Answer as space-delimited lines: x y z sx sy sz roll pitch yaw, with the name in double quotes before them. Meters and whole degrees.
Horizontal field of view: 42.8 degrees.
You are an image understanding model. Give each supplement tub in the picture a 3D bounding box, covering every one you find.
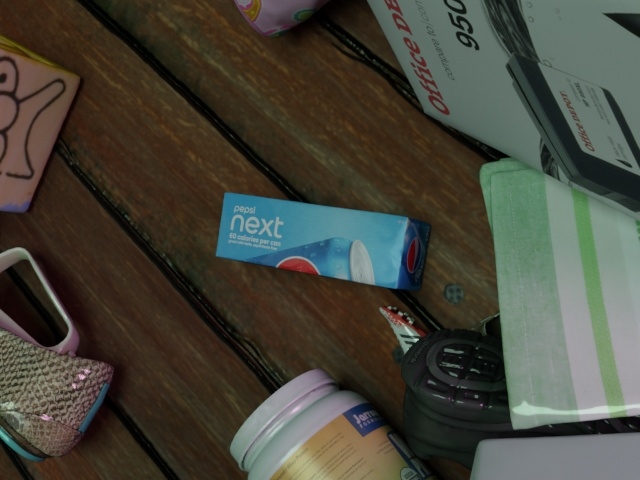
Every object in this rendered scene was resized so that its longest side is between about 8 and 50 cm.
"supplement tub" 0.024 0.234 0.762 0.200 0.144 0.144 46 106 22

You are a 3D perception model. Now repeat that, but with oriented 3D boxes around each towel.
"towel" 0.296 0.006 0.636 0.324 0.038 0.248 -12 58 19

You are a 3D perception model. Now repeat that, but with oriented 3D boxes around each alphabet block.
"alphabet block" -0.453 -0.167 1.012 0.193 0.192 0.197 29 98 24

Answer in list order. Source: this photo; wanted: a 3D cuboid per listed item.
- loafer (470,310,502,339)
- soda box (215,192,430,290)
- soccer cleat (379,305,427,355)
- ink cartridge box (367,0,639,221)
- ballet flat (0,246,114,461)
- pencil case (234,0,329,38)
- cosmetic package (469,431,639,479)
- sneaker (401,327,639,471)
"loafer" 0.160 0.098 0.757 0.056 0.050 0.148 45 105 23
"soda box" 0.000 0.000 0.837 0.210 0.067 0.071 9 90 28
"soccer cleat" 0.087 0.096 0.807 0.083 0.029 0.036 37 98 20
"ink cartridge box" 0.220 -0.153 0.564 0.395 0.285 0.166 35 81 36
"ballet flat" -0.442 0.072 1.025 0.483 0.164 0.182 33 79 19
"pencil case" 0.041 -0.309 0.816 0.284 0.124 0.124 -21 77 23
"cosmetic package" 0.339 0.255 0.540 0.453 0.161 0.230 -10 116 26
"sneaker" 0.206 0.169 0.707 0.286 0.109 0.130 16 129 14
